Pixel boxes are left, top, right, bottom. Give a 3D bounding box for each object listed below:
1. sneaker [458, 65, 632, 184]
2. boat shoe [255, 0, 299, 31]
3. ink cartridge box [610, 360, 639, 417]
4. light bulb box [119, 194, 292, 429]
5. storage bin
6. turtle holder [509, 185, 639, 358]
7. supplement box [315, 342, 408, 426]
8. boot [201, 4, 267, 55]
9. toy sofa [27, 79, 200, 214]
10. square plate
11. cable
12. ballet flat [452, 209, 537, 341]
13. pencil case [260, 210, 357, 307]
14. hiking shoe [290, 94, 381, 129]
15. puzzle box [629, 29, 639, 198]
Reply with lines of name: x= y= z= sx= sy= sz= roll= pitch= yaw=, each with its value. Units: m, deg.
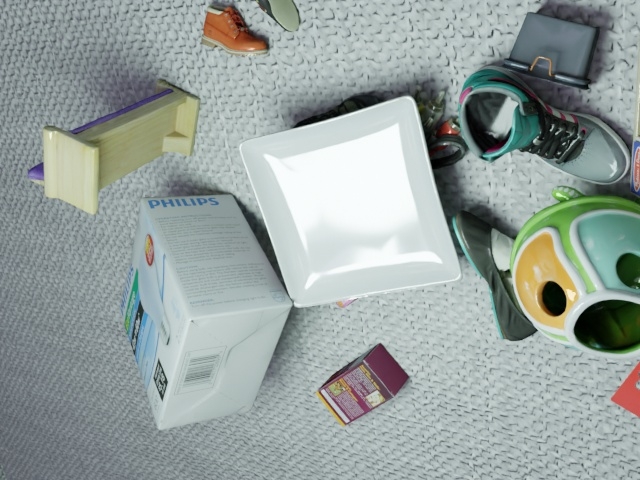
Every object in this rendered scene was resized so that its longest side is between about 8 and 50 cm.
sneaker: x=0.334 y=-0.165 z=1.069 sx=0.295 sy=0.178 sz=0.124 roll=34 pitch=127 yaw=14
boat shoe: x=-0.089 y=-0.449 z=1.297 sx=0.133 sy=0.049 sz=0.042 roll=51 pitch=158 yaw=-7
ink cartridge box: x=0.642 y=0.292 z=1.181 sx=0.224 sy=0.056 sz=0.181 roll=30 pitch=126 yaw=16
light bulb box: x=-0.269 y=0.145 z=1.501 sx=0.361 sy=0.225 sz=0.358 roll=57 pitch=138 yaw=39
storage bin: x=0.356 y=-0.293 z=1.053 sx=0.135 sy=0.098 sz=0.091 roll=22 pitch=113 yaw=23
turtle holder: x=0.456 y=0.081 z=1.067 sx=0.320 sy=0.227 sz=0.243 roll=36 pitch=119 yaw=-14
supplement box: x=0.091 y=0.325 z=1.540 sx=0.104 sy=0.081 sz=0.188 roll=50 pitch=130 yaw=3
boot: x=-0.169 y=-0.413 z=1.358 sx=0.157 sy=0.059 sz=0.085 roll=25 pitch=119 yaw=23
toy sofa: x=-0.424 y=-0.215 z=1.429 sx=0.177 sy=0.362 sz=0.150 roll=26 pitch=125 yaw=14
square plate: x=0.056 y=-0.060 z=1.267 sx=0.343 sy=0.049 sz=0.347 roll=-11 pitch=107 yaw=23
cable: x=0.171 y=-0.154 z=1.283 sx=0.139 sy=0.072 sz=0.287 roll=30 pitch=141 yaw=-4
ballet flat: x=0.334 y=0.057 z=1.247 sx=0.096 sy=0.095 sz=0.281 roll=-17 pitch=114 yaw=28
pencil case: x=0.000 y=0.000 z=1.412 sx=0.284 sy=0.124 sz=0.124 roll=52 pitch=130 yaw=3
hiking shoe: x=0.015 y=-0.204 z=1.302 sx=0.226 sy=0.114 sz=0.086 roll=-20 pitch=102 yaw=38
puzzle box: x=0.511 y=-0.215 z=0.893 sx=0.052 sy=0.272 sz=0.409 roll=-10 pitch=112 yaw=-6
